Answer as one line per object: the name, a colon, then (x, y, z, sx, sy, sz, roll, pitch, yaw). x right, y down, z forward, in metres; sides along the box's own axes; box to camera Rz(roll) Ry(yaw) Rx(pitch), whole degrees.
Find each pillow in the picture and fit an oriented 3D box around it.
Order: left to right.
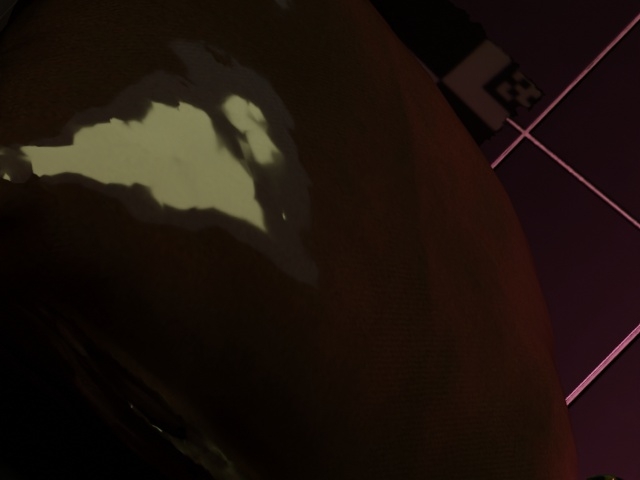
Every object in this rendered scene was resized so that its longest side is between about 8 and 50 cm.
pillow: (0.000, 0.000, 0.483, 0.308, 0.108, 0.305, 49, 26, -27)

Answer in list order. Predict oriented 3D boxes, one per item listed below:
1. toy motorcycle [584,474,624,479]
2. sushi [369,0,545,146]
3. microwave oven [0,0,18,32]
toy motorcycle: (0.272, 0.280, 0.956, 0.206, 0.142, 0.342, 43, 0, 2)
sushi: (-0.072, -0.092, 0.886, 0.296, 0.100, 0.373, 45, -36, -7)
microwave oven: (-0.096, -0.068, 0.681, 0.240, 0.145, 0.194, 42, 0, -37)
